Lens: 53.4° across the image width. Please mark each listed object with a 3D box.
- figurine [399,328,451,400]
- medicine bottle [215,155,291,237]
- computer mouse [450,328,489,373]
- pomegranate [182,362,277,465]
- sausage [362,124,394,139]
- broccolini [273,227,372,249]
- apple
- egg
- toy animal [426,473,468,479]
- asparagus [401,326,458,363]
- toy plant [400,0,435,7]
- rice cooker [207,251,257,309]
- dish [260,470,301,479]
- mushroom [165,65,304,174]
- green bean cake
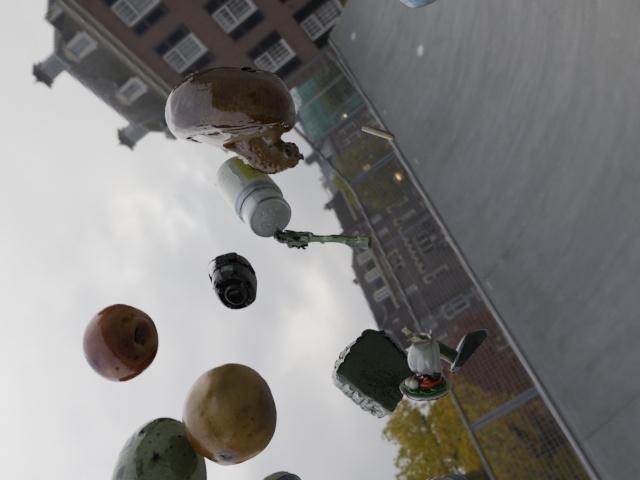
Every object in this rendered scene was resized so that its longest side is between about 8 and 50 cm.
[{"bbox_3d":[0.250,0.298,1.559,0.132,0.132,0.153,-64,-32,-74],"label":"figurine"},{"bbox_3d":[-0.186,-0.123,1.761,0.143,0.143,0.258,42,-174,-43],"label":"medicine bottle"},{"bbox_3d":[0.436,0.323,1.905,0.057,0.172,0.099,41,169,14],"label":"computer mouse"},{"bbox_3d":[-0.268,0.514,1.873,0.307,0.307,0.307,50,-165,-19],"label":"pomegranate"},{"bbox_3d":[0.194,-0.360,2.120,0.132,0.024,0.024,25,174,36],"label":"sausage"},{"bbox_3d":[0.002,0.007,1.350,0.071,0.254,0.057,-34,-59,-39],"label":"broccolini"},{"bbox_3d":[-0.510,0.260,1.642,0.201,0.162,0.201,28,-130,-39],"label":"apple"},{"bbox_3d":[-0.486,0.717,1.913,0.287,0.287,0.379,38,-148,-49],"label":"egg"},{"bbox_3d":[0.231,0.631,1.416,0.210,0.221,0.229,62,-158,-12],"label":"toy animal"},{"bbox_3d":[0.308,0.295,1.799,0.178,0.045,0.041,27,-171,-12],"label":"asparagus"},{"bbox_3d":[0.092,-0.506,0.966,0.332,0.247,0.247,60,-165,5],"label":"toy plant"},{"bbox_3d":[-0.270,0.128,1.983,0.118,0.142,0.203,-102,-6,-48],"label":"rice cooker"},{"bbox_3d":[-0.191,0.862,2.072,0.134,0.273,0.273,17,167,38],"label":"dish"},{"bbox_3d":[-0.191,-0.284,1.546,0.345,0.345,0.259,-22,-76,-75],"label":"mushroom"},{"bbox_3d":[0.166,0.402,1.960,0.227,0.222,0.125,41,149,3],"label":"green bean cake"}]
